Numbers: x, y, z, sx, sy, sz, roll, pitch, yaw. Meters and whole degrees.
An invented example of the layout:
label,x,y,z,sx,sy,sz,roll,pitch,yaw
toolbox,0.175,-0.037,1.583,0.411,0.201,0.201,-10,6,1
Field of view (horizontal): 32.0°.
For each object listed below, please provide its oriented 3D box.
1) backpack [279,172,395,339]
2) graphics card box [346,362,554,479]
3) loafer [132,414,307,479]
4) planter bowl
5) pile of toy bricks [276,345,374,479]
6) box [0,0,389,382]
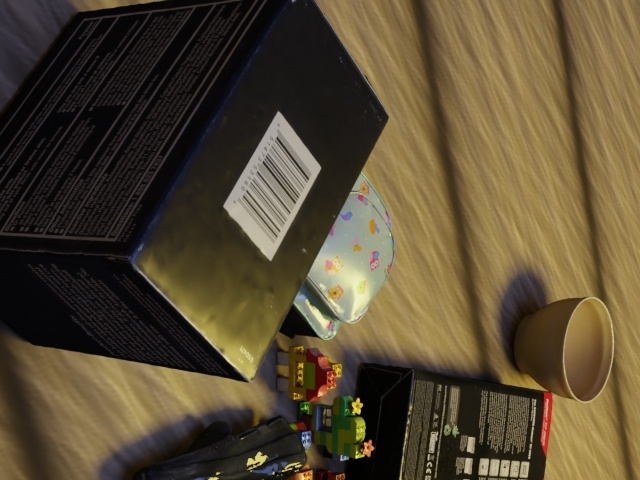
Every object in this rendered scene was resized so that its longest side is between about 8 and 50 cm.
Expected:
label,x,y,z,sx,sy,sz,roll,pitch,yaw
backpack,0.000,0.000,1.279,0.166,0.144,0.188,51,52,-31
graphics card box,0.185,0.303,1.539,0.371,0.094,0.232,15,81,-49
loafer,-0.114,0.239,1.220,0.223,0.076,0.078,-4,59,-42
planter bowl,0.369,0.164,1.732,0.162,0.109,0.162,-4,95,-49
pile of toy bricks,0.016,0.231,1.332,0.118,0.105,0.212,-2,94,-49
box,-0.144,-0.056,0.992,0.182,0.294,0.296,52,55,-39
